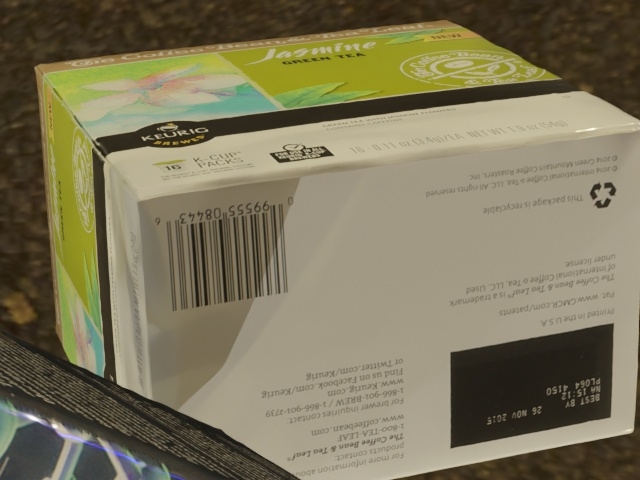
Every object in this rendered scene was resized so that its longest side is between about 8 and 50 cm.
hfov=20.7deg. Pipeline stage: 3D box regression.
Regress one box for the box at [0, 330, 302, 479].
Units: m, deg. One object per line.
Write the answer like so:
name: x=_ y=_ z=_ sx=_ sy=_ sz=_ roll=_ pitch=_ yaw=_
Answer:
box: x=-0.157 y=0.203 z=0.786 sx=0.395 sy=0.212 sz=0.293 roll=32 pitch=84 yaw=-50

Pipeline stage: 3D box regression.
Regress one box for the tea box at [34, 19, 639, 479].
tea box: x=0.000 y=0.000 z=1.188 sx=0.329 sy=0.323 sz=0.220 roll=-8 pitch=110 yaw=-18
